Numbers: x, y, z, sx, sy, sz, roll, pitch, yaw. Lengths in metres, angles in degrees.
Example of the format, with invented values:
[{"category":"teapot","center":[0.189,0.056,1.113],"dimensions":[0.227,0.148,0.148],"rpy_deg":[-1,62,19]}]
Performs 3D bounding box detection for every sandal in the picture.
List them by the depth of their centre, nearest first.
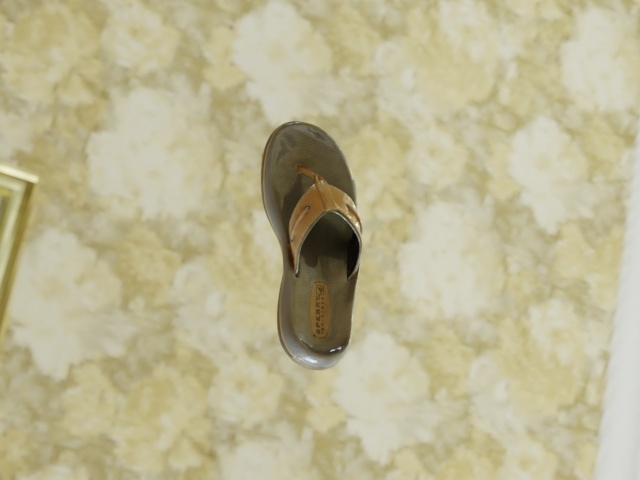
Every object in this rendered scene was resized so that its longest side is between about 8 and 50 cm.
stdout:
[{"category":"sandal","center":[0.000,0.000,1.040],"dimensions":[0.049,0.072,0.180],"rpy_deg":[145,-55,-63]}]
